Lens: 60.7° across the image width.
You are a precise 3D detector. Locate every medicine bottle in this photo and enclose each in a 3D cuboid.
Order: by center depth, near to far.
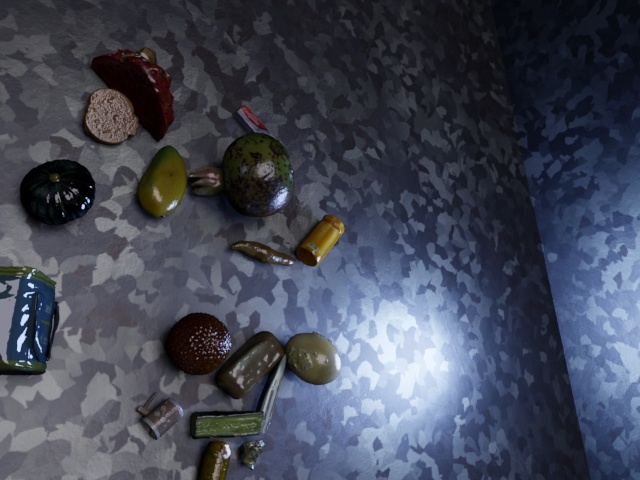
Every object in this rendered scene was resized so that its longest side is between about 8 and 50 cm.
[{"bbox_3d":[0.000,0.000,1.984,0.096,0.096,0.192,48,55,-14],"label":"medicine bottle"}]

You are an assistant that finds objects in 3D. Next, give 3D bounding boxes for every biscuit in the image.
[{"bbox_3d":[-0.639,-0.374,1.674,0.170,0.050,0.170,-1,91,-38],"label":"biscuit"}]

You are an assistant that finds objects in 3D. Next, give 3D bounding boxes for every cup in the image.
[{"bbox_3d":[-0.453,0.493,1.544,0.099,0.102,0.074,-38,137,-38],"label":"cup"}]

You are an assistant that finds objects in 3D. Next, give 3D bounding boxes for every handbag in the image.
[{"bbox_3d":[-0.751,0.195,1.295,0.222,0.263,0.241,3,76,-8],"label":"handbag"}]

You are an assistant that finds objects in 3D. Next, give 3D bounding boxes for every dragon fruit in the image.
[{"bbox_3d":[-0.527,-0.497,1.698,0.317,0.205,0.152,51,54,-12],"label":"dragon fruit"}]

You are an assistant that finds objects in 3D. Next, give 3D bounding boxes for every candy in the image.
[{"bbox_3d":[-0.217,0.385,1.712,0.234,0.102,0.104,-41,101,-34],"label":"candy"}]

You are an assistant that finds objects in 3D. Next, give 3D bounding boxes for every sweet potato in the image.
[{"bbox_3d":[-0.185,0.048,1.864,0.274,0.067,0.067,19,65,-36],"label":"sweet potato"}]

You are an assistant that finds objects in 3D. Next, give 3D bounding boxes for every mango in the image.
[{"bbox_3d":[-0.482,-0.182,1.707,0.137,0.091,0.237,37,58,-27],"label":"mango"}]

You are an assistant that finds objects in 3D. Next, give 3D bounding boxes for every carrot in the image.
[{"bbox_3d":[-0.310,0.669,1.576,0.082,0.082,0.173,23,71,-28],"label":"carrot"}]

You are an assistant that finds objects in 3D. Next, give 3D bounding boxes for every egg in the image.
[{"bbox_3d":[-0.026,0.391,1.807,0.201,0.164,0.164,33,57,4],"label":"egg"}]

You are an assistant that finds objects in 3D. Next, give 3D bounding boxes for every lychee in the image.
[{"bbox_3d":[-0.354,0.300,1.597,0.194,0.194,0.194,11,70,-32],"label":"lychee"}]

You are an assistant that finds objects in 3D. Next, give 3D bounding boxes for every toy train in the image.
[{"bbox_3d":[-0.163,0.479,1.734,0.048,0.055,0.252,22,71,-19],"label":"toy train"}]

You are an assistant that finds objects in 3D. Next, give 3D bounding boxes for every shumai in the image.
[{"bbox_3d":[-0.204,0.650,1.653,0.082,0.083,0.080,-15,60,-1],"label":"shumai"}]

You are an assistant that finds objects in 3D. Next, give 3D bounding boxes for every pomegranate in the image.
[{"bbox_3d":[-0.258,-0.198,1.791,0.341,0.285,0.285,-8,79,-3],"label":"pomegranate"}]

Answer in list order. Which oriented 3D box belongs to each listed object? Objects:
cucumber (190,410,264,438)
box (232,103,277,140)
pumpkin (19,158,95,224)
[{"bbox_3d":[-0.277,0.542,1.631,0.211,0.062,0.078,5,92,-26],"label":"cucumber"},{"bbox_3d":[-0.222,-0.391,1.983,0.218,0.039,0.055,48,56,-14],"label":"box"},{"bbox_3d":[-0.715,-0.134,1.491,0.194,0.150,0.194,19,55,-29],"label":"pumpkin"}]
